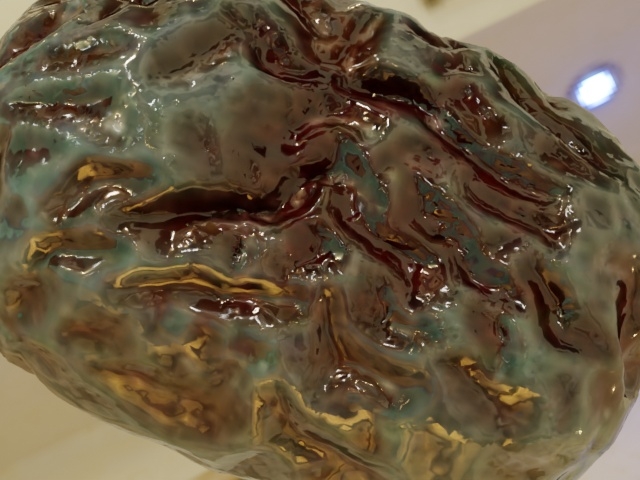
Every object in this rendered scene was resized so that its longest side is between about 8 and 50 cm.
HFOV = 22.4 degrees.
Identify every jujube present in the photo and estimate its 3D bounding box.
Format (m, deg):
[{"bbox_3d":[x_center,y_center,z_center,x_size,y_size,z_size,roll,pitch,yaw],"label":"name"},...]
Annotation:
[{"bbox_3d":[0.000,0.000,0.727,0.226,0.317,0.226,-162,-90,-90],"label":"jujube"}]
